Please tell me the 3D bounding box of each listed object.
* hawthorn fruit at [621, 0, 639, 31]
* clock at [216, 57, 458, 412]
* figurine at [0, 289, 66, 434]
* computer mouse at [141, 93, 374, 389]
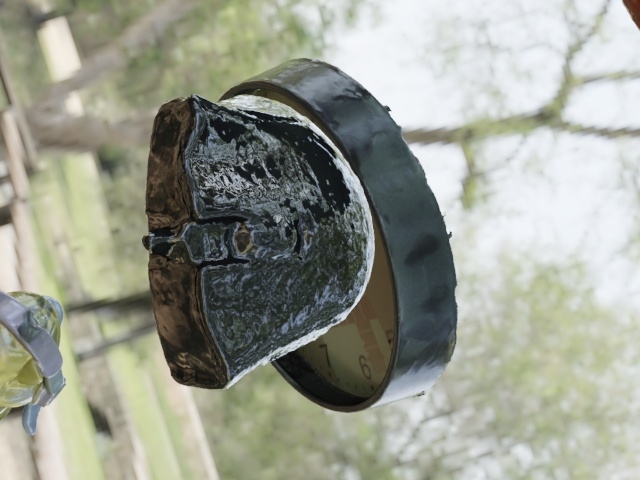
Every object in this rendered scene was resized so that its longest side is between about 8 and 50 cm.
[{"bbox_3d":[0.304,-0.198,1.265,0.253,0.205,0.205,60,-4,2],"label":"hawthorn fruit"},{"bbox_3d":[0.000,0.000,1.926,0.386,0.076,0.386,37,-42,43],"label":"clock"},{"bbox_3d":[-0.286,0.117,1.498,0.128,0.208,0.184,43,-34,-1],"label":"figurine"},{"bbox_3d":[-0.022,-0.007,0.962,0.264,0.088,0.147,-19,105,-70],"label":"computer mouse"}]
